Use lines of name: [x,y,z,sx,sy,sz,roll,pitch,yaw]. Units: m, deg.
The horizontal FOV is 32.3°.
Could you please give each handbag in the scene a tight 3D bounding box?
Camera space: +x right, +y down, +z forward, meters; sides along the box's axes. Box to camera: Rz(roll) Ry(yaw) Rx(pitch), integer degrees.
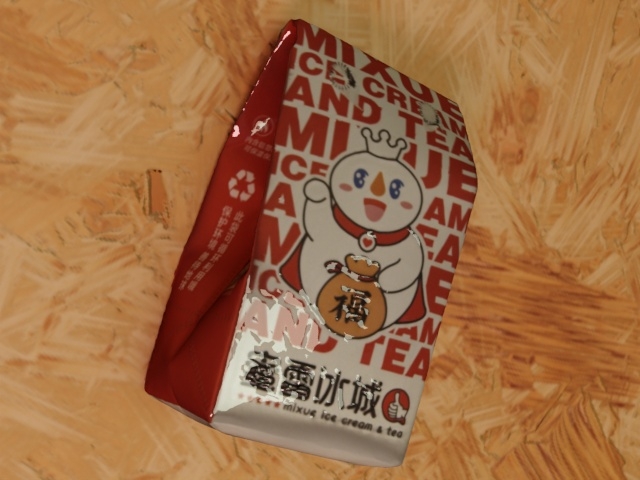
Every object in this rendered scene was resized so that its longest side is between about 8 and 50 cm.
handbag: [0.000,0.000,0.808,0.171,0.151,0.298,18,85,-26]
